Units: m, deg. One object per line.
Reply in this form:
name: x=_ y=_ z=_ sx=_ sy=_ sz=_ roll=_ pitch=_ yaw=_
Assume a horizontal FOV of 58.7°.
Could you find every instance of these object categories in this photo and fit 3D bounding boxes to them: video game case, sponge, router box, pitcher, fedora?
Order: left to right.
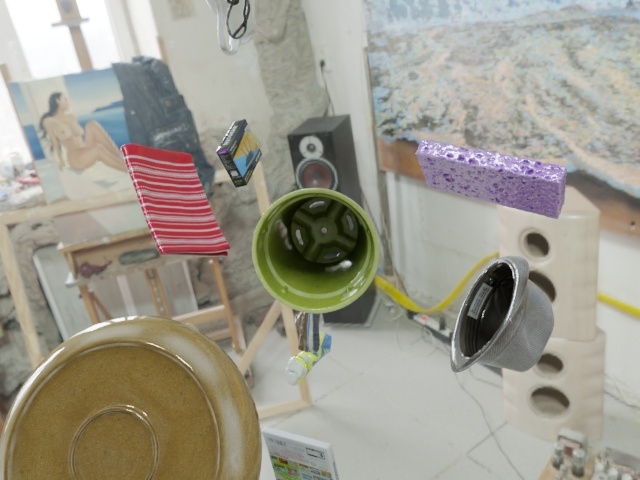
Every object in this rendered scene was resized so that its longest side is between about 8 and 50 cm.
pitcher: x=-0.231 y=-0.589 z=1.434 sx=0.125 sy=0.207 sz=0.178 roll=0 pitch=42 yaw=23
router box: x=-0.245 y=-0.267 z=1.735 sx=0.046 sy=0.133 sz=0.179 roll=-10 pitch=38 yaw=22
video game case: x=-0.047 y=0.624 z=1.571 sx=0.226 sy=0.207 sz=0.026 roll=1 pitch=23 yaw=34
sponge: x=0.255 y=-0.093 z=0.851 sx=0.210 sy=0.117 sz=0.031 roll=17 pitch=75 yaw=25
fedora: x=0.364 y=0.162 z=1.106 sx=0.124 sy=0.244 sz=0.275 roll=29 pitch=32 yaw=-3

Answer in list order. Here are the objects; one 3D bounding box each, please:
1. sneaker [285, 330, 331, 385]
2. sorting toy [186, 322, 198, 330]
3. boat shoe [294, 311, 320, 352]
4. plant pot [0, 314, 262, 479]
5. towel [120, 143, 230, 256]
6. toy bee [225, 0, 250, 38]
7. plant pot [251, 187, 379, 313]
sneaker: x=-0.030 y=0.427 z=2.050 sx=0.126 sy=0.240 sz=0.091 roll=6 pitch=34 yaw=-45
sorting toy: x=-0.445 y=0.403 z=1.895 sx=0.193 sy=0.038 sz=0.208 roll=45 pitch=53 yaw=6
boat shoe: x=-0.041 y=0.234 z=1.661 sx=0.066 sy=0.066 sz=0.183 roll=-7 pitch=68 yaw=22
plant pot: x=-0.167 y=0.178 z=0.476 sx=0.236 sy=0.237 sz=0.032 roll=-8 pitch=-16 yaw=4
towel: x=-0.315 y=-0.088 z=1.249 sx=0.031 sy=0.275 sz=0.198 roll=-36 pitch=-21 yaw=29
toy bee: x=-0.090 y=-0.408 z=0.718 sx=0.162 sy=0.299 sz=0.195 roll=5 pitch=26 yaw=-46
plant pot: x=0.000 y=0.000 z=1.337 sx=0.275 sy=0.276 sz=0.254 roll=-7 pitch=11 yaw=7
